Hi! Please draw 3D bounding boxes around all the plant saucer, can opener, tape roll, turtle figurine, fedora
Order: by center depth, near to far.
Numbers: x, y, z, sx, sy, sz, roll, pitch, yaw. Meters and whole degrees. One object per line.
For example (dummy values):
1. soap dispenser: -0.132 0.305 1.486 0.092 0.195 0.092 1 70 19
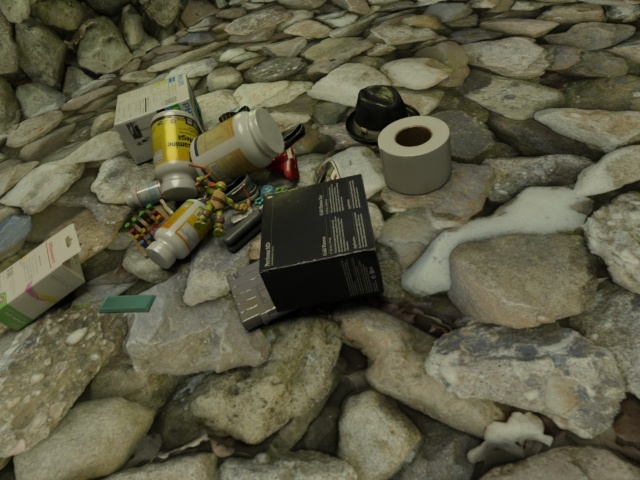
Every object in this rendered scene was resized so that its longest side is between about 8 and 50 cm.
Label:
1. plant saucer: -0.646 0.209 1.605 0.192 0.018 0.067 -4 44 16
2. turtle figurine: -0.376 -0.133 1.684 0.087 0.269 0.217 -16 52 40
3. tape roll: 0.334 -0.301 1.695 0.246 0.169 0.246 -10 43 10
4. can opener: -0.212 -0.062 1.698 0.095 0.076 0.283 25 58 38
5. fedora: 0.247 -0.546 1.994 0.334 0.152 0.334 -9 43 9

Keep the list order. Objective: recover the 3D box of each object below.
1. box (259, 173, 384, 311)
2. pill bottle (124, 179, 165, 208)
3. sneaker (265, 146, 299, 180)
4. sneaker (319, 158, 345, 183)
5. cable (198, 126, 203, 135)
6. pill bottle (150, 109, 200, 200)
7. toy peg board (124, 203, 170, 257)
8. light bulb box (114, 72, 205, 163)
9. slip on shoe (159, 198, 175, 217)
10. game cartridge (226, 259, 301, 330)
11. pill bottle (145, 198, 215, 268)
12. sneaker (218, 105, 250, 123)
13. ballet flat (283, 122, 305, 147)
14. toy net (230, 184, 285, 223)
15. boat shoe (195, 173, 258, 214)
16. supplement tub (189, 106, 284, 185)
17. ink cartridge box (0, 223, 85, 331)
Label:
1. box: 0.000 0.000 1.404 0.312 0.179 0.343 -10 42 7
2. pill bottle: -0.718 -0.188 1.993 0.160 0.087 0.087 -19 42 -1
3. sneaker: -0.159 -0.285 1.925 0.128 0.087 0.221 -20 30 10
4. sneaker: 0.034 -0.169 1.690 0.127 0.126 0.321 -12 44 -2
5. cable: -0.616 -0.445 2.202 0.150 0.184 0.047 14 1 -16
6. pill bottle: -0.581 -0.339 1.953 0.188 0.188 0.334 -12 74 7
7. toy peg board: -0.639 -0.047 1.796 0.161 0.079 0.160 -44 49 -8
8. light bulb box: -0.772 -0.600 2.340 0.361 0.225 0.358 -20 42 -3
9. slip on shoe: -0.617 -0.120 1.920 0.041 0.051 0.135 -42 53 -9
10. game cartridge: -0.097 0.121 1.483 0.355 0.068 0.230 -24 46 -7
11. pill bottle: -0.496 -0.021 1.705 0.136 0.136 0.246 13 51 30
12. sneaker: -0.426 -0.618 2.379 0.162 0.063 0.073 -24 25 -13
13. ballet flat: -0.135 -0.451 2.099 0.057 0.049 0.173 24 57 37
14. toy net: -0.232 -0.125 1.796 0.122 0.045 0.232 23 58 36
15. boat shoe: -0.402 -0.169 1.857 0.319 0.099 0.116 -19 43 -1
16. supplement tub: -0.323 -0.361 1.885 0.316 0.228 0.228 -22 39 22
17. ink cartridge box: -0.961 0.122 1.687 0.353 0.119 0.207 -37 45 -6
